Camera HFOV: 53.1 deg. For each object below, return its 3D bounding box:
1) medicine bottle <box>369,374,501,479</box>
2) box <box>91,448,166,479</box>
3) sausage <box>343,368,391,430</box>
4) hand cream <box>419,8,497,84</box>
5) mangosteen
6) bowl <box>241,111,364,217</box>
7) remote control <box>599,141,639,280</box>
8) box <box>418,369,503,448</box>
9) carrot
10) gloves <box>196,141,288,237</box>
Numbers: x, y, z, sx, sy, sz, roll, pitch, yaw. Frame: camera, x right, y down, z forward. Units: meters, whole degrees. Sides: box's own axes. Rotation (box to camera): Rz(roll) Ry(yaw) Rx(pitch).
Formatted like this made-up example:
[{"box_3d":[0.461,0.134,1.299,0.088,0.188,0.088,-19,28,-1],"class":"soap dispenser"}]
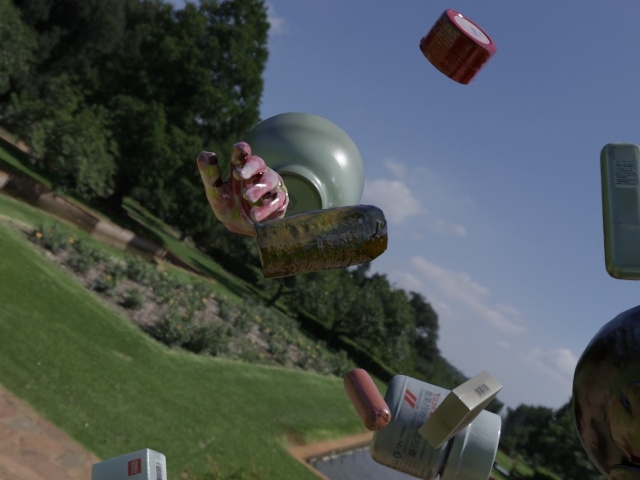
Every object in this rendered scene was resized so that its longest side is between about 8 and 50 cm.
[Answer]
[{"box_3d":[0.303,0.515,1.709,0.306,0.245,0.245,16,-7,10],"class":"medicine bottle"},{"box_3d":[-0.370,0.557,1.245,0.079,0.134,0.270,58,15,-56],"class":"box"},{"box_3d":[0.095,0.330,1.345,0.062,0.062,0.154,35,12,-32],"class":"sausage"},{"box_3d":[0.385,-0.542,1.793,0.193,0.125,0.193,24,38,-20],"class":"hand cream"},{"box_3d":[0.603,0.295,1.008,0.382,0.382,0.435,33,25,-9],"class":"mangosteen"},{"box_3d":[-0.068,-0.125,1.601,0.353,0.354,0.185,33,26,-9],"class":"bowl"},{"box_3d":[0.619,-0.067,1.299,0.090,0.310,0.038,2,-24,11],"class":"remote control"},{"box_3d":[0.321,0.380,1.454,0.058,0.141,0.201,44,28,24],"class":"box"},{"box_3d":[0.000,0.000,0.806,0.173,0.082,0.082,-8,7,-15],"class":"carrot"},{"box_3d":[-0.129,-0.097,1.134,0.145,0.126,0.241,40,-34,17],"class":"gloves"}]
